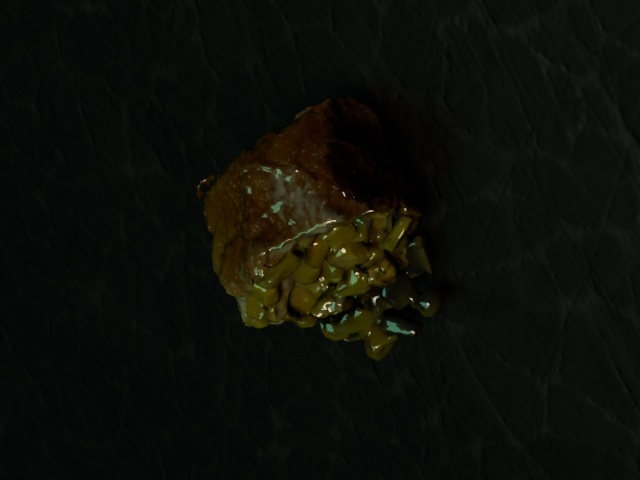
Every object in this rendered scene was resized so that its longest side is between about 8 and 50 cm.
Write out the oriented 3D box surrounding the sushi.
[{"bbox_3d":[0.000,0.001,1.549,0.296,0.167,0.179,-46,56,47],"label":"sushi"}]
